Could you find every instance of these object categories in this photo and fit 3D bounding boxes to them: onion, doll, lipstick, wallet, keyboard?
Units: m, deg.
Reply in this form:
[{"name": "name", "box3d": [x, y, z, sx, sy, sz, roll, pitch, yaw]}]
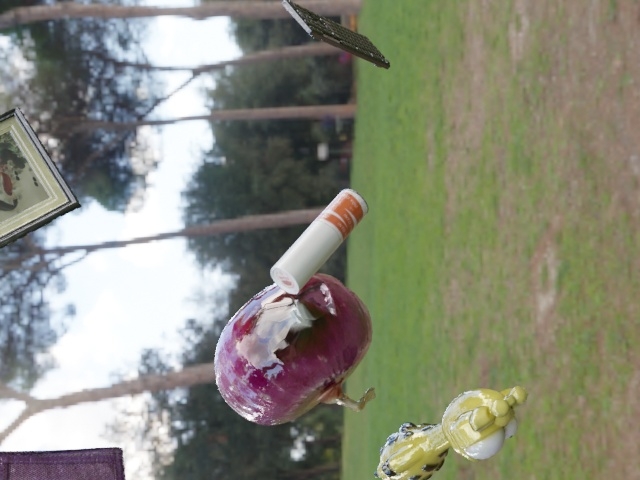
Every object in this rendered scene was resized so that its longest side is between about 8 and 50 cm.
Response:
[{"name": "onion", "box3d": [-0.035, 0.132, 1.276, 0.200, 0.207, 0.201, -12, -90, -89]}, {"name": "doll", "box3d": [0.170, 0.260, 1.340, 0.086, 0.117, 0.291, 56, 139, 6]}, {"name": "lipstick", "box3d": [0.000, 0.000, 1.076, 0.131, 0.038, 0.038, -49, -27, -29]}, {"name": "wallet", "box3d": [-0.276, 0.259, 1.016, 0.111, 0.165, 0.030, -107, 28, -42]}, {"name": "keyboard", "box3d": [0.024, -0.259, 1.284, 0.061, 0.013, 0.204, 52, -159, 23]}]

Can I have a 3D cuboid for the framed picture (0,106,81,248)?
[{"name": "framed picture", "box3d": [-0.492, -0.082, 1.511, 0.195, 0.199, 0.010, 55, 162, 14]}]
